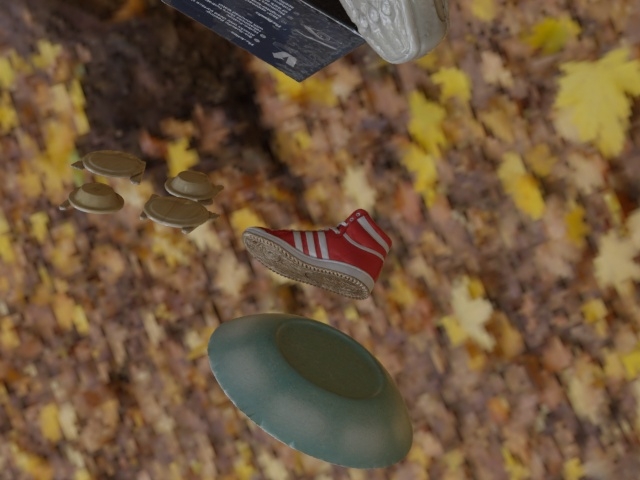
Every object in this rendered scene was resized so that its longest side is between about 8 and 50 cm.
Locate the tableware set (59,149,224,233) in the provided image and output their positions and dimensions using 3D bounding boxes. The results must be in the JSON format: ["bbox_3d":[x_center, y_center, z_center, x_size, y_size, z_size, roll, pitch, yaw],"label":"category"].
[{"bbox_3d":[-0.176,-0.049,1.578,0.141,0.169,0.020,-63,-16,-63],"label":"tableware set"}]

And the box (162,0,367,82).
[{"bbox_3d":[-0.036,-0.234,1.418,0.156,0.093,0.158,29,161,-18],"label":"box"}]

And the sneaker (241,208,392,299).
[{"bbox_3d":[0.000,0.000,1.271,0.118,0.067,0.042,21,150,18],"label":"sneaker"}]

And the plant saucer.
[{"bbox_3d":[0.000,0.113,1.326,0.195,0.195,0.037,51,122,37],"label":"plant saucer"}]

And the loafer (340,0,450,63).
[{"bbox_3d":[0.043,-0.286,1.123,0.112,0.112,0.319,-11,94,65],"label":"loafer"}]
